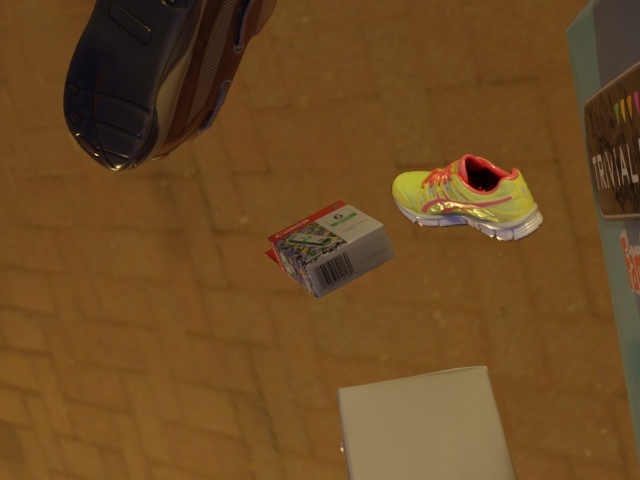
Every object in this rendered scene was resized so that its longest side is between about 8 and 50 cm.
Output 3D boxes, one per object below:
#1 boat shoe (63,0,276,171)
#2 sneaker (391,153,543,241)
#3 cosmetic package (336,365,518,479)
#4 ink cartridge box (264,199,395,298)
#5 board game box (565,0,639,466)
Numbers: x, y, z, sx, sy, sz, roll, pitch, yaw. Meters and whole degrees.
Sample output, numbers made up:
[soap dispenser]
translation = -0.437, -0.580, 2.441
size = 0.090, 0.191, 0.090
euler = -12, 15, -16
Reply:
[boat shoe]
translation = -0.095, -0.201, 1.023
size = 0.122, 0.120, 0.324
euler = 44, 124, 24
[sneaker]
translation = 0.171, -0.068, 1.616
size = 0.208, 0.081, 0.094
euler = 11, 134, 38
[cosmetic package]
translation = 0.074, 0.202, 0.762
size = 0.127, 0.107, 0.238
euler = 81, -178, -46
[ink cartridge box]
translation = 0.000, 0.000, 0.943
size = 0.115, 0.063, 0.029
euler = 35, 150, 63
[board game box]
translation = 0.147, 0.079, 0.374
size = 0.254, 0.079, 0.336
euler = -2, -98, -87
